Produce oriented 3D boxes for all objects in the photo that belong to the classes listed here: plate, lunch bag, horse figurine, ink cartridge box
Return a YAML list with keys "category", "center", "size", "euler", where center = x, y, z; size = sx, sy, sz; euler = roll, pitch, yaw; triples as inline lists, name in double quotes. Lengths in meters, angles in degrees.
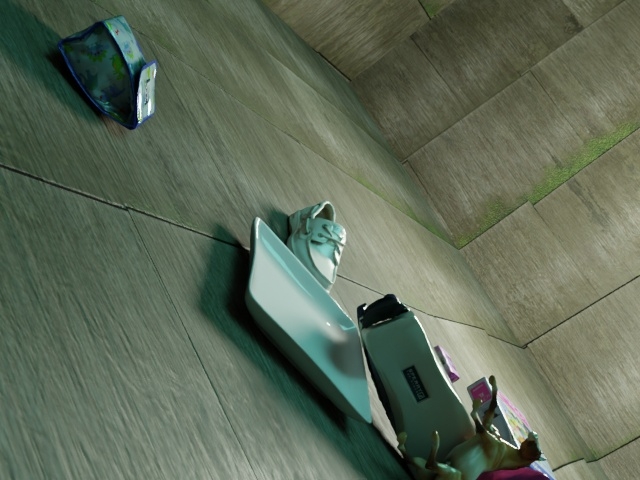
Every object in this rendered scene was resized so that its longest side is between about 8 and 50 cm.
- category: "plate"
  center: [-0.028, 0.121, 1.274]
  size: [0.277, 0.045, 0.278]
  euler: [48, 15, -20]
- category: "lunch bag"
  center: [-0.288, -0.236, 1.190]
  size: [0.129, 0.096, 0.151]
  euler: [-89, 155, -72]
- category: "horse figurine"
  center: [0.213, 0.326, 1.265]
  size: [0.066, 0.263, 0.174]
  euler: [32, -33, 55]
- category: "ink cartridge box"
  center: [0.426, 0.453, 1.788]
  size: [0.186, 0.065, 0.311]
  euler: [44, 18, -31]

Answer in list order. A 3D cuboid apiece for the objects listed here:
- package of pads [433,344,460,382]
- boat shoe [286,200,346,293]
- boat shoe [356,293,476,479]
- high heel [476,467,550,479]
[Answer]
- category: "package of pads"
  center: [0.289, 0.289, 1.947]
  size: [0.050, 0.032, 0.083]
  euler: [39, 21, -44]
- category: "boat shoe"
  center: [0.000, 0.000, 1.548]
  size: [0.098, 0.096, 0.277]
  euler: [48, 15, -27]
- category: "boat shoe"
  center: [0.156, 0.241, 1.372]
  size: [0.158, 0.127, 0.340]
  euler: [-110, 180, -78]
- category: "high heel"
  center: [0.341, 0.435, 1.452]
  size: [0.127, 0.181, 0.377]
  euler: [56, 14, 8]
